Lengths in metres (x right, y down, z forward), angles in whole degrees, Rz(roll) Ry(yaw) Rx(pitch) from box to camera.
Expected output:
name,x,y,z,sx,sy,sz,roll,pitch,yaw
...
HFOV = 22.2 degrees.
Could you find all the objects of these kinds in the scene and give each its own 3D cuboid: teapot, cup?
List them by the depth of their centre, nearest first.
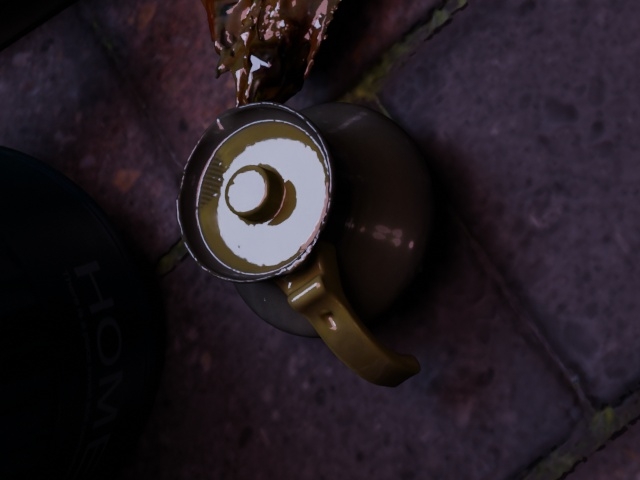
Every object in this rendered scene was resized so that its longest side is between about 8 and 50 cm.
name,x,y,z,sx,sy,sz,roll,pitch,yaw
teapot,0.000,0.000,0.863,0.130,0.119,0.166,-35,63,21
cup,-0.263,0.103,0.864,0.242,0.292,0.308,22,100,13

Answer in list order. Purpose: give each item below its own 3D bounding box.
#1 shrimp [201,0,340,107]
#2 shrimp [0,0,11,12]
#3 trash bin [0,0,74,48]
name,x,y,z,sx,sy,sz,roll,pitch,yaw
shrimp,-0.027,-0.180,0.951,0.145,0.061,0.267,-2,73,30
shrimp,-0.330,-0.056,0.979,0.445,0.272,0.085,-36,87,2
trash bin,-0.239,-0.261,1.075,0.164,0.122,0.241,-27,68,24
